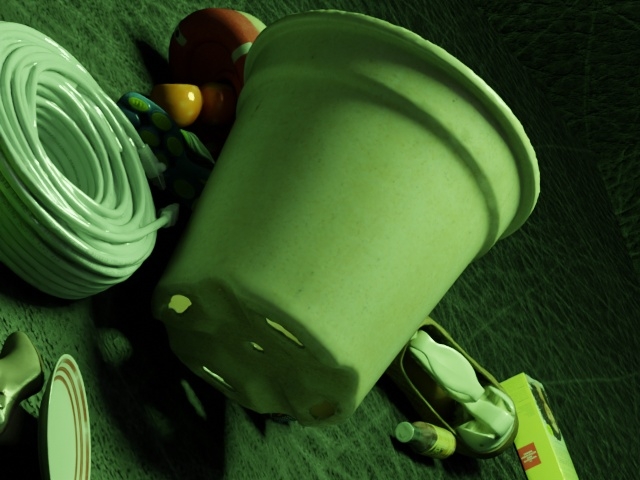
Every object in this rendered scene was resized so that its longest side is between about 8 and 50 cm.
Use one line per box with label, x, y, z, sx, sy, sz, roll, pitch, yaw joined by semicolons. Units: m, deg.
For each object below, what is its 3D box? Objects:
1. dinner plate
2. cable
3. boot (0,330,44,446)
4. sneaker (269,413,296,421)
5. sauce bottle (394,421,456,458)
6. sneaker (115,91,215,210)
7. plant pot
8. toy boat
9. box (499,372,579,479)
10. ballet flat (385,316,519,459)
dinner plate;-0.204;0.161;1.348;0.141;0.017;0.141;-4;90;-84
cable;-0.245;-0.072;1.522;0.257;0.089;0.257;57;19;-12
boot;-0.255;0.105;1.316;0.087;0.042;0.118;38;29;-46
sneaker;-0.023;0.145;1.855;0.221;0.083;0.087;-19;95;-66
sauce bottle;0.130;0.250;2.153;0.128;0.042;0.042;24;41;-58
sneaker;-0.163;-0.092;1.832;0.188;0.067;0.078;44;4;-40
plant pot;0.000;0.000;1.672;0.334;0.333;0.305;51;56;-30
toy boat;-0.125;-0.156;1.932;0.151;0.151;0.231;2;57;-36
box;0.337;0.321;2.583;0.087;0.058;0.232;30;37;-58
ballet flat;0.179;0.193;2.208;0.342;0.116;0.124;49;-16;-33
